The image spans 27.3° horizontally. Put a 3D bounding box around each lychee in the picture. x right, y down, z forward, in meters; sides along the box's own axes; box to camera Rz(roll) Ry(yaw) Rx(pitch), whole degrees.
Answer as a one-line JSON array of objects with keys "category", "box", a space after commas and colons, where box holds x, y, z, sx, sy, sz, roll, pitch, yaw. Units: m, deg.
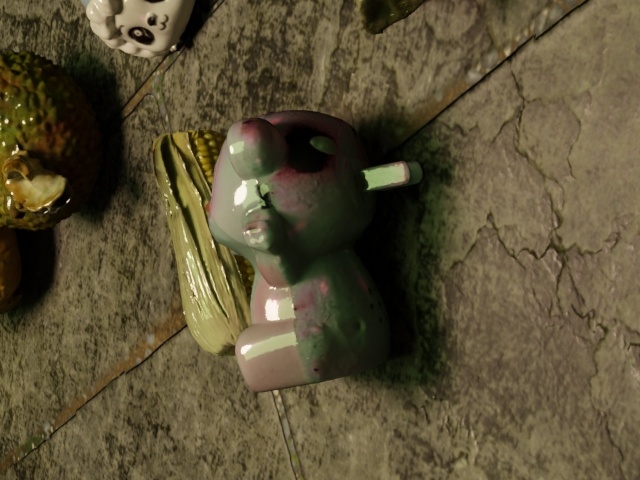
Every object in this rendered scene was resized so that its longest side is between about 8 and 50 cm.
[{"category": "lychee", "box": [-0.454, -0.145, 1.989, 0.270, 0.270, 0.320, -49, 19, 42]}]

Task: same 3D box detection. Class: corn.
[{"category": "corn", "box": [-0.139, -0.001, 1.681, 0.122, 0.123, 0.305, -41, 58, 48]}]

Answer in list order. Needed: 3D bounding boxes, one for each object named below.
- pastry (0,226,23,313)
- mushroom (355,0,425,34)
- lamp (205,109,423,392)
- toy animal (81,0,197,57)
[{"category": "pastry", "box": [-0.597, -0.022, 2.206, 0.356, 0.163, 0.356, 171, 90, -75]}, {"category": "mushroom", "box": [0.097, -0.369, 1.362, 0.217, 0.212, 0.292, -26, 63, 9]}, {"category": "lamp", "box": [0.000, 0.000, 1.452, 0.247, 0.247, 0.301, -12, 88, 22]}, {"category": "toy animal", "box": [-0.258, -0.362, 1.804, 0.208, 0.156, 0.204, -60, 43, 40]}]
